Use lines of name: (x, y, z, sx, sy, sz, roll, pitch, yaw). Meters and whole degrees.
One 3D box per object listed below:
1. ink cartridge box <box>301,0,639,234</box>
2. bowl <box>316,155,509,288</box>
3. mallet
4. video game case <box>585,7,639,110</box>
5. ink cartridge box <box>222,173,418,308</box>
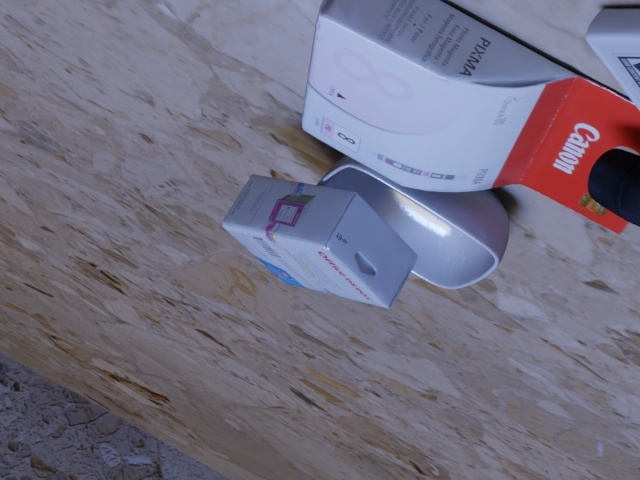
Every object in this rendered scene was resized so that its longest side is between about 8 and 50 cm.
ink cartridge box: (0.102, -0.071, 1.044, 0.232, 0.066, 0.189, 33, 162, 7)
bowl: (0.072, -0.026, 1.209, 0.142, 0.053, 0.142, 33, 161, -6)
mallet: (0.228, -0.004, 1.031, 0.062, 0.039, 0.190, 33, 179, 35)
video game case: (0.280, -0.046, 0.872, 0.206, 0.026, 0.227, 9, 151, 50)
ink cartridge box: (0.000, 0.000, 1.223, 0.122, 0.052, 0.088, 14, 157, 48)
